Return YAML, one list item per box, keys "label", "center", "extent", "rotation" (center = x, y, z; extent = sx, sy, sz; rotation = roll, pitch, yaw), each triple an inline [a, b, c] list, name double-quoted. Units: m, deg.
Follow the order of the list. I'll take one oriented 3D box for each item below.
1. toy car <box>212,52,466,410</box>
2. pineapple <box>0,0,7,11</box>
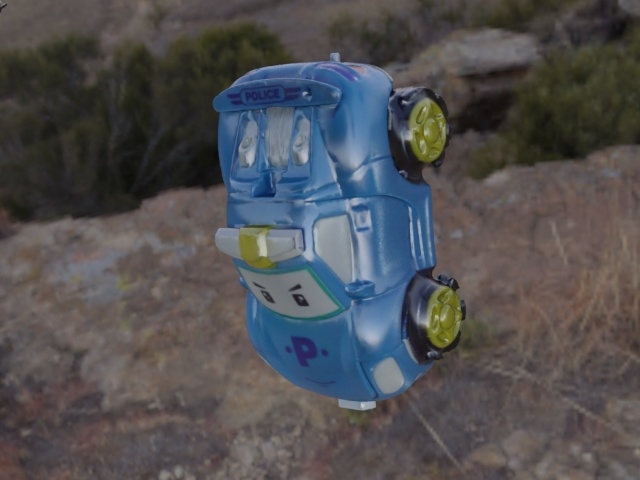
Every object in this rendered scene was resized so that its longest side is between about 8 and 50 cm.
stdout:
- label: "toy car"
  center: [0.000, 0.000, 1.005]
  extent: [0.198, 0.314, 0.166]
  rotation: [4, 13, 41]
- label: "pineapple"
  center: [-0.380, -0.117, 0.620]
  extent: [0.344, 0.286, 0.209]
  rotation: [-35, 7, 39]
